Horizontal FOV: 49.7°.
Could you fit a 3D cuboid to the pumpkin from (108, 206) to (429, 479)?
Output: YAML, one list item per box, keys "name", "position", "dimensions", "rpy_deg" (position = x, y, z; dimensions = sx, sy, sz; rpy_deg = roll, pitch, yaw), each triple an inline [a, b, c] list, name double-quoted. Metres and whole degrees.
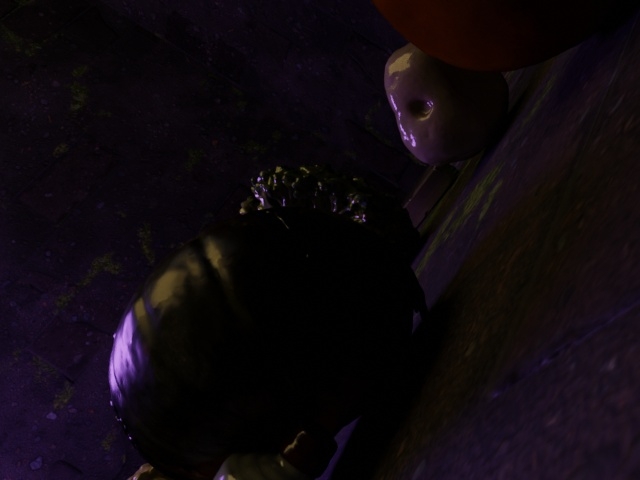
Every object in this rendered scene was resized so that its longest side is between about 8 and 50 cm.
- name: "pumpkin"
  position: [-0.054, 0.103, 0.673]
  dimensions: [0.320, 0.192, 0.320]
  rpy_deg: [-29, -27, -16]

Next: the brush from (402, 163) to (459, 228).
- name: "brush"
  position: [0.228, -0.090, 1.515]
  dimensions: [0.048, 0.054, 0.282]
  rpy_deg: [-46, -7, -27]

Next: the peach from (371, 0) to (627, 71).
- name: "peach"
  position: [0.204, -0.351, 0.714]
  dimensions: [0.301, 0.343, 0.343]
  rpy_deg: [-21, 30, 55]

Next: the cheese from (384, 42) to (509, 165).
- name: "cheese"
  position: [0.208, -0.225, 1.124]
  dimensions: [0.117, 0.235, 0.218]
  rpy_deg: [-29, 47, 51]

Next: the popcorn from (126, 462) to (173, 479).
- name: "popcorn"
  position: [-0.253, 0.479, 1.215]
  dimensions: [0.181, 0.235, 0.216]
  rpy_deg: [-45, 18, -9]

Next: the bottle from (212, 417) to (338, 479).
- name: "bottle"
  position: [-0.065, 0.253, 0.554]
  dimensions: [0.245, 0.104, 0.104]
  rpy_deg: [-58, -2, 3]

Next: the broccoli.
- name: "broccoli"
  position: [0.012, -0.022, 1.327]
  dimensions: [0.272, 0.324, 0.334]
  rpy_deg: [-41, -16, -9]
